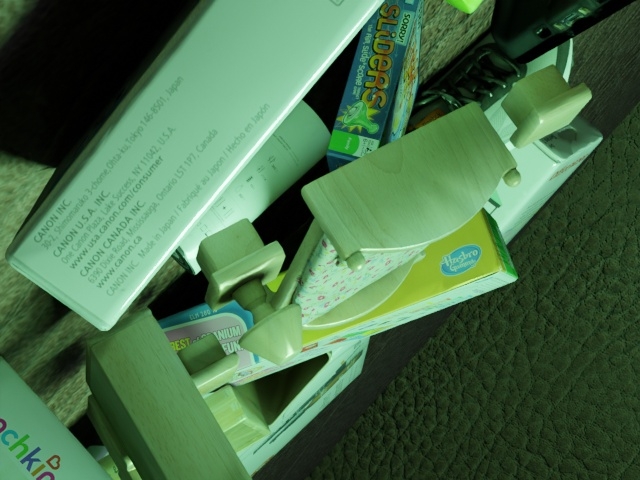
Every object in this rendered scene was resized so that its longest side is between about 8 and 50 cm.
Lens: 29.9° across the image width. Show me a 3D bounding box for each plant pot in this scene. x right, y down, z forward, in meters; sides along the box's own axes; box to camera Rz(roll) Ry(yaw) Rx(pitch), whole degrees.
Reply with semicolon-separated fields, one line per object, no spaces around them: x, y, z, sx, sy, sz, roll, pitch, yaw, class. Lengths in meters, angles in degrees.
-0.053;0.111;1.269;0.109;0.109;0.096;-49;-179;16;plant pot

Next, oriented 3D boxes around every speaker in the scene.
-0.055;-0.041;0.825;0.136;0.055;0.055;-44;169;-12;speaker

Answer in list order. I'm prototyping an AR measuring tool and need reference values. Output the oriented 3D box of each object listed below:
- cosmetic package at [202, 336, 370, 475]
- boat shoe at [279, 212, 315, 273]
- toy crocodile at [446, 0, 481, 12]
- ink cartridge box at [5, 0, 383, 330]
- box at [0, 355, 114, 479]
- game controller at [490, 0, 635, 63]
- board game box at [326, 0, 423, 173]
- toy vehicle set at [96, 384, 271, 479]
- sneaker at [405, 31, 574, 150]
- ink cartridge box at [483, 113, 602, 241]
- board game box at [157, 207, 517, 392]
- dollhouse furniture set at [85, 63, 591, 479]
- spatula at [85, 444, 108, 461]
-0.069;0.201;1.534;0.284;0.097;0.377;-41;168;-11;cosmetic package
0.000;0.000;1.180;0.135;0.050;0.045;-49;163;18;boat shoe
0.124;-0.190;0.696;0.115;0.105;0.340;-52;-174;2;toy crocodile
-0.028;-0.123;0.619;0.296;0.066;0.261;-48;-166;15;ink cartridge box
-0.214;0.254;0.772;0.231;0.262;0.127;-38;166;-29;box
0.197;-0.221;0.804;0.319;0.067;0.167;160;-58;-79;game controller
0.043;-0.094;0.892;0.201;0.035;0.136;73;32;-77;board game box
-0.179;0.228;1.134;0.266;0.035;0.166;-30;165;-3;toy vehicle set
0.144;-0.123;1.154;0.271;0.100;0.108;-49;152;0;sneaker
0.219;-0.060;1.580;0.278;0.117;0.201;-52;167;30;ink cartridge box
0.013;0.058;1.073;0.316;0.064;0.242;-21;172;10;board game box
0.032;0.078;0.850;0.355;0.174;0.303;-28;167;-21;dollhouse furniture set
-0.274;0.283;1.289;0.168;0.019;0.242;-50;170;-5;spatula
